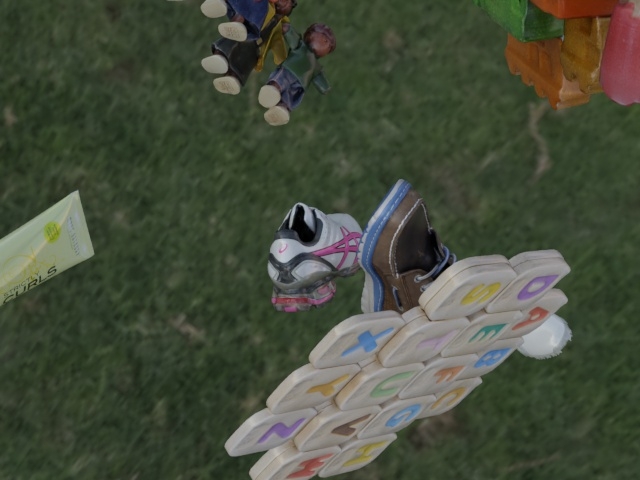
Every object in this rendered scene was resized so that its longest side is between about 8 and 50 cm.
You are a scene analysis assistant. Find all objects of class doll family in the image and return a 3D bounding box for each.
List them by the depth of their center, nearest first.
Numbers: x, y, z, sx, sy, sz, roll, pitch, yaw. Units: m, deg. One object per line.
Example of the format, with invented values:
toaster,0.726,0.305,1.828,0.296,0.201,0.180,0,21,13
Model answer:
doll family,-0.056,-0.182,1.166,0.111,0.076,0.193,-57,135,-35

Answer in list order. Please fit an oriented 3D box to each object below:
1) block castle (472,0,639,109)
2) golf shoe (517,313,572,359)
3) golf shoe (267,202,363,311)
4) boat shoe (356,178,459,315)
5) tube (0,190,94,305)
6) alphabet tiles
block castle,0.263,-0.217,1.088,0.303,0.212,0.453,-7,25,-11
golf shoe,0.253,0.100,2.070,0.086,0.176,0.069,37,83,-41
golf shoe,0.000,0.000,1.486,0.068,0.085,0.186,-2,18,16
boat shoe,0.072,0.017,1.191,0.066,0.183,0.066,30,69,17
tube,-0.356,0.035,1.744,0.240,0.070,0.062,-33,84,-32
alphabet tiles,0.067,0.105,1.216,0.278,0.284,0.021,-4,53,-48
